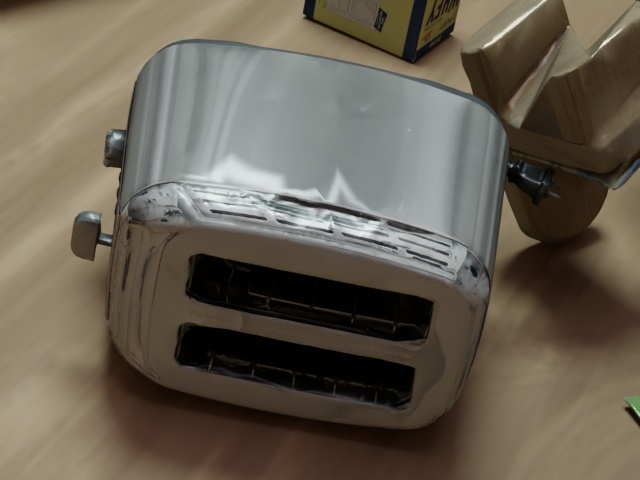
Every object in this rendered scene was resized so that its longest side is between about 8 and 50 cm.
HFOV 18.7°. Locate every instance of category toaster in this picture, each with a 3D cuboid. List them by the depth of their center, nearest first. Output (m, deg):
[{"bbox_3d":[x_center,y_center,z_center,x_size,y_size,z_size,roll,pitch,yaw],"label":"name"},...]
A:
[{"bbox_3d":[0.000,0.000,0.920,0.227,0.129,0.146,12,38,-2],"label":"toaster"}]

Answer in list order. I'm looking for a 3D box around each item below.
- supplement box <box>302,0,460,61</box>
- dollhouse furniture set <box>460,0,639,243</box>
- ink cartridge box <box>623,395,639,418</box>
[{"bbox_3d":[0.044,-0.171,1.218,0.083,0.083,0.056,26,38,19],"label":"supplement box"},{"bbox_3d":[0.351,-0.064,1.003,0.394,0.256,0.362,-41,38,-26],"label":"dollhouse furniture set"},{"bbox_3d":[0.243,0.108,0.883,0.109,0.062,0.209,-8,38,-25],"label":"ink cartridge box"}]
